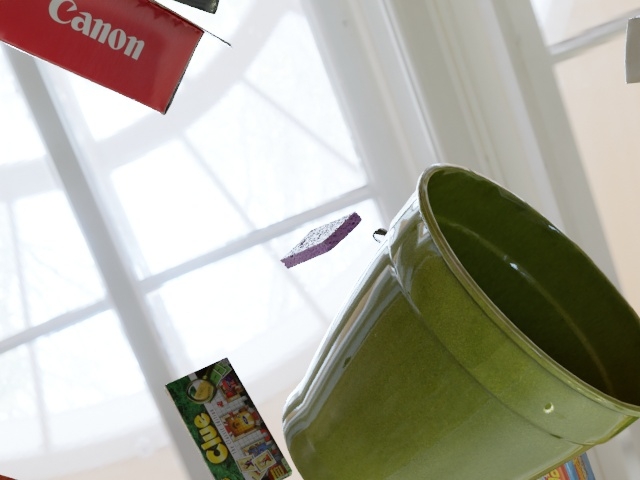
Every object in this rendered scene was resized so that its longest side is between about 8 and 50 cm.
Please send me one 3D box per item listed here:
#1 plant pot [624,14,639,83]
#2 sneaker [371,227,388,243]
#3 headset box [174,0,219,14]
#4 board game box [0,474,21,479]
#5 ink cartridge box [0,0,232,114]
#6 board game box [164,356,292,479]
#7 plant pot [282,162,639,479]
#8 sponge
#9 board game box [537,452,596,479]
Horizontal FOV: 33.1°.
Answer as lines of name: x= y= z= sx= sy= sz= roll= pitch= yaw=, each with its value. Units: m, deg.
plant pot: x=0.519 y=-0.298 z=1.604 sx=0.109 sy=0.096 sz=0.109 roll=-21 pitch=-168 yaw=-19
sneaker: x=0.187 y=0.054 z=1.517 sx=0.269 sy=0.153 sz=0.101 roll=7 pitch=-169 yaw=19
headset box: x=-0.168 y=-0.500 z=1.551 sx=0.131 sy=0.246 sz=0.283 roll=17 pitch=-145 yaw=-12
board game box: x=-0.450 y=0.502 z=1.750 sx=0.275 sy=0.144 sz=0.142 roll=19 pitch=-139 yaw=-7
ink cartridge box: x=-0.307 y=-0.276 z=1.310 sx=0.272 sy=0.130 sz=0.309 roll=31 pitch=-173 yaw=40
board game box: x=-0.173 y=0.352 z=2.000 sx=0.136 sy=0.259 sz=0.030 roll=-25 pitch=156 yaw=-20
plant pot: x=0.147 y=0.163 z=1.262 sx=0.353 sy=0.366 sz=0.366 roll=-49 pitch=-179 yaw=24
sponge: x=0.000 y=0.000 z=2.380 sx=0.117 sy=0.031 sz=0.210 roll=-44 pitch=-170 yaw=-30
board game box: x=0.350 y=0.398 z=2.095 sx=0.302 sy=0.308 sz=0.086 roll=-1 pitch=-137 yaw=32
